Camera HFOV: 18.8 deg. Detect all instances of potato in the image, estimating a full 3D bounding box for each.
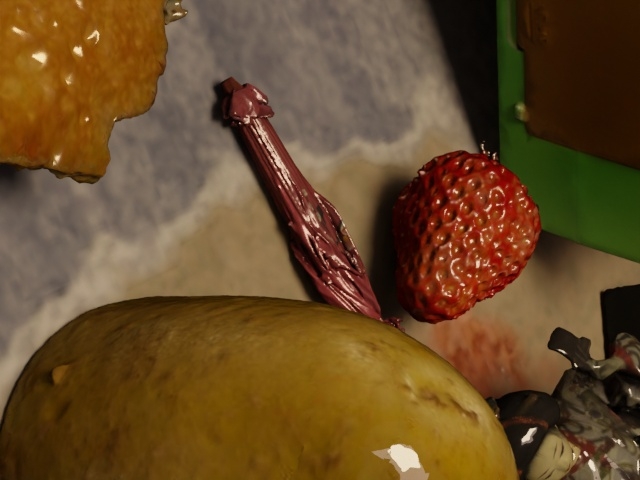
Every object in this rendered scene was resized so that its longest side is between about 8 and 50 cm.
[{"bbox_3d":[-0.003,0.098,0.749,0.178,0.158,0.203,-40,102,-40],"label":"potato"}]

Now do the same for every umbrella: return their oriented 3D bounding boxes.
[{"bbox_3d":[0.000,0.000,0.855,0.027,0.025,0.165,-33,100,-17],"label":"umbrella"}]

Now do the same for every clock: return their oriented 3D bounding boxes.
[{"bbox_3d":[0.203,-0.143,0.937,0.255,0.106,0.220,-32,130,-38],"label":"clock"}]

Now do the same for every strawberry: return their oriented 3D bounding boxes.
[{"bbox_3d":[0.060,0.000,0.876,0.083,0.073,0.073,-46,110,-36],"label":"strawberry"}]

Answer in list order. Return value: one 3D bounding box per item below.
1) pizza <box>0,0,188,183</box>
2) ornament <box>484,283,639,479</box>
[{"bbox_3d":[-0.122,-0.133,0.751,0.182,0.074,0.365,42,56,-23],"label":"pizza"},{"bbox_3d":[0.142,0.086,0.857,0.196,0.153,0.166,7,75,-45],"label":"ornament"}]
